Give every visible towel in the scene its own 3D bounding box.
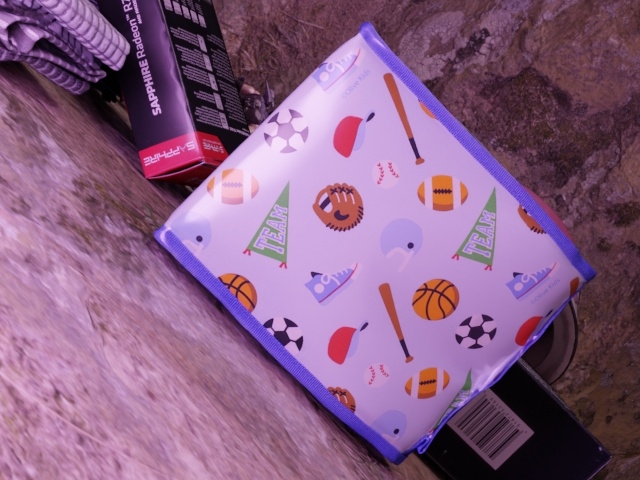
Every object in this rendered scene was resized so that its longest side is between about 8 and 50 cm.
[{"bbox_3d":[-0.369,-0.293,1.353,0.284,0.121,0.235,46,3,18],"label":"towel"}]

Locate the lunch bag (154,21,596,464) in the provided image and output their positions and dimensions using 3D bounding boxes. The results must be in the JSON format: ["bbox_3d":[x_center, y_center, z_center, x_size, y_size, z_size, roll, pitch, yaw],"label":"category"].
[{"bbox_3d":[0.066,0.013,1.339,0.385,0.328,0.239,44,4,-4],"label":"lunch bag"}]

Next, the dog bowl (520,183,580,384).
[{"bbox_3d":[0.226,0.057,1.897,0.408,0.408,0.150,45,48,-12],"label":"dog bowl"}]

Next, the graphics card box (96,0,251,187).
[{"bbox_3d":[-0.201,-0.257,1.634,0.233,0.094,0.371,3,71,-73],"label":"graphics card box"}]

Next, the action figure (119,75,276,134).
[{"bbox_3d":[-0.176,-0.213,1.912,0.285,0.099,0.185,20,31,-20],"label":"action figure"}]

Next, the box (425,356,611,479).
[{"bbox_3d":[0.212,0.219,1.698,0.296,0.183,0.294,45,5,-11],"label":"box"}]

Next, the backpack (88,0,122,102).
[{"bbox_3d":[-0.333,-0.302,1.696,0.158,0.117,0.173,51,8,34],"label":"backpack"}]

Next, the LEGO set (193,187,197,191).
[{"bbox_3d":[-0.086,-0.008,1.765,0.244,0.060,0.182,45,9,-23],"label":"LEGO set"}]
